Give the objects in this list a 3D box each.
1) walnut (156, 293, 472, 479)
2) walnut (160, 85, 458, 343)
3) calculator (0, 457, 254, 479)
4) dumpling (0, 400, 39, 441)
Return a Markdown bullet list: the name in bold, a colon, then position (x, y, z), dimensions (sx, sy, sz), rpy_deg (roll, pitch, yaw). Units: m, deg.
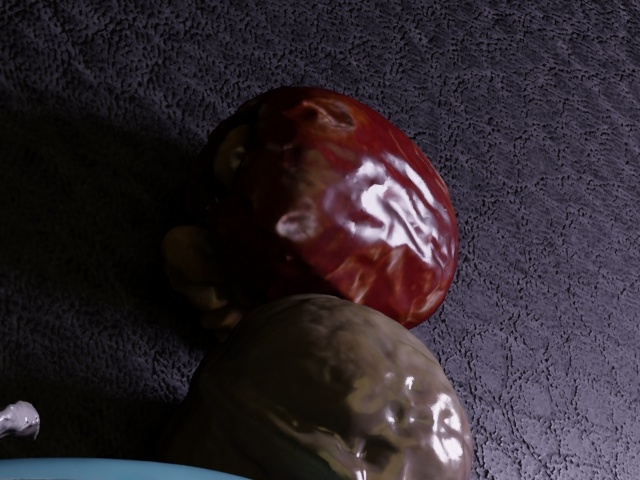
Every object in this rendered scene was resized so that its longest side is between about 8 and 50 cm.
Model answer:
- **walnut**: position (-0.007, 0.167, 1.368), dimensions (0.248, 0.248, 0.248), rpy_deg (19, 54, -28)
- **walnut**: position (0.000, 0.000, 1.512), dimensions (0.269, 0.222, 0.244), rpy_deg (28, 81, -32)
- **calculator**: position (-0.180, 0.243, 1.184), dimensions (0.386, 0.256, 0.054), rpy_deg (9, 38, -35)
- **dumpling**: position (-0.329, 0.136, 1.166), dimensions (0.293, 0.204, 0.163), rpy_deg (-12, 57, -35)
